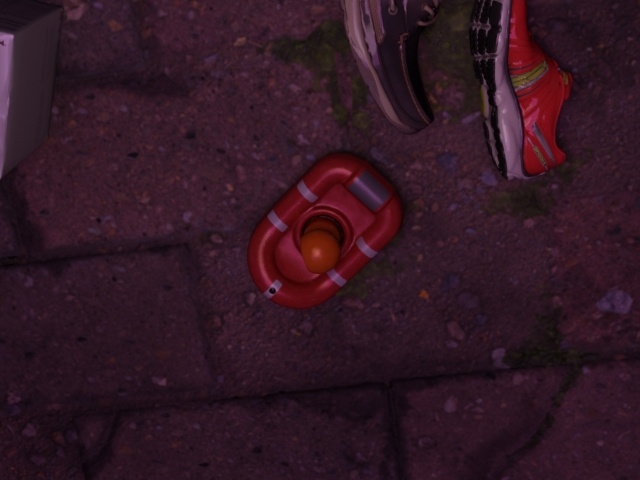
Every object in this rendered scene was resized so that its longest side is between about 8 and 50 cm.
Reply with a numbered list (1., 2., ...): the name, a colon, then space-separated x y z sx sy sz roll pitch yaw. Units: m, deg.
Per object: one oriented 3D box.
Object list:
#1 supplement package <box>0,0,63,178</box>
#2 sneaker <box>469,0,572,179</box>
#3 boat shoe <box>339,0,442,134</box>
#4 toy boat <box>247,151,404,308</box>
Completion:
1. supplement package: -0.446 -0.210 1.614 0.149 0.203 0.194 12 111 2
2. sneaker: 0.266 -0.218 1.596 0.118 0.107 0.279 -13 113 -8
3. boat shoe: 0.091 -0.306 1.552 0.130 0.132 0.356 -16 109 13
4. toy boat: 0.000 0.000 1.665 0.151 0.151 0.231 42 109 -9
